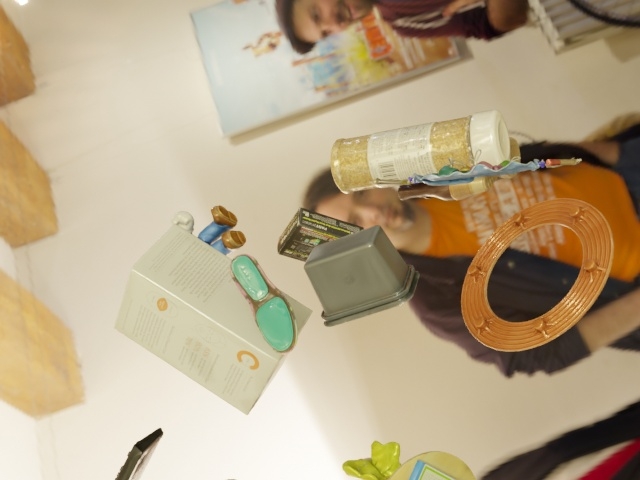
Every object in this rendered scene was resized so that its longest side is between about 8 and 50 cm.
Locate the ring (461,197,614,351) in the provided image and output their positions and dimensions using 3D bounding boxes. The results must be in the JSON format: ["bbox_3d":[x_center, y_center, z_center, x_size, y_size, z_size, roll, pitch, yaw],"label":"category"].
[{"bbox_3d":[0.401,0.056,1.646,0.032,0.336,0.337,36,-159,-31],"label":"ring"}]

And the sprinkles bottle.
[{"bbox_3d":[0.199,-0.177,1.752,0.121,0.355,0.121,24,-118,-60],"label":"sprinkles bottle"}]

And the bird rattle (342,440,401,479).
[{"bbox_3d":[0.155,0.603,2.050,0.254,0.143,0.207,62,161,-2],"label":"bird rattle"}]

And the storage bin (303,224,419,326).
[{"bbox_3d":[0.050,0.039,1.136,0.091,0.135,0.098,61,-152,-20],"label":"storage bin"}]

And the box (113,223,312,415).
[{"bbox_3d":[-0.226,0.165,1.792,0.168,0.345,0.215,-53,-6,-45],"label":"box"}]

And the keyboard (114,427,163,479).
[{"bbox_3d":[-0.390,0.494,1.553,0.033,0.317,0.201,29,-167,6],"label":"keyboard"}]

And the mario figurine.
[{"bbox_3d":[-0.356,0.050,2.247,0.170,0.320,0.198,42,-159,-23],"label":"mario figurine"}]

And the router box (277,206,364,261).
[{"bbox_3d":[0.000,0.000,1.446,0.092,0.122,0.038,128,152,-47],"label":"router box"}]

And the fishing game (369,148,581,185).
[{"bbox_3d":[0.219,-0.104,1.211,0.189,0.264,0.041,-7,-88,-58],"label":"fishing game"}]

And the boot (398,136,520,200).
[{"bbox_3d":[0.303,-0.155,1.863,0.248,0.206,0.090,-36,-64,-48],"label":"boot"}]

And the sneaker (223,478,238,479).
[{"bbox_3d":[-0.188,0.456,1.520,0.040,0.109,0.044,67,164,3],"label":"sneaker"}]

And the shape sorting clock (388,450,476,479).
[{"bbox_3d":[0.166,0.428,1.329,0.040,0.206,0.206,-3,109,63],"label":"shape sorting clock"}]

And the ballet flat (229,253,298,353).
[{"bbox_3d":[-0.101,0.123,1.656,0.221,0.077,0.079,56,-178,21],"label":"ballet flat"}]
